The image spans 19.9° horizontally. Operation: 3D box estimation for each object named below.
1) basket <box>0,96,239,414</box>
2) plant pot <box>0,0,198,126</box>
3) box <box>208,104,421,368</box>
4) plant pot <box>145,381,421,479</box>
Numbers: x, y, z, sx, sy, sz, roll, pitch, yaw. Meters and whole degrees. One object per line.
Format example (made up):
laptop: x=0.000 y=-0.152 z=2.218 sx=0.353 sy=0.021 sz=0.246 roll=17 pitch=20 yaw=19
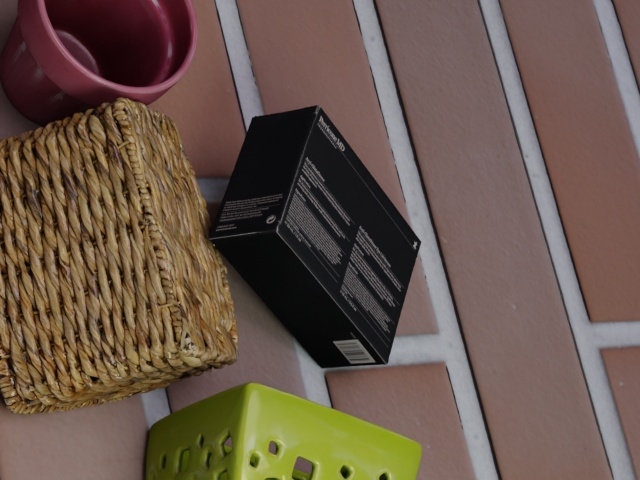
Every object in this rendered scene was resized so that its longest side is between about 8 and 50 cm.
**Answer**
basket: x=-0.239 y=0.023 z=1.983 sx=0.213 sy=0.223 sz=0.299 roll=17 pitch=54 yaw=-73
plant pot: x=-0.264 y=-0.218 z=2.036 sx=0.201 sy=0.180 sz=0.201 roll=16 pitch=60 yaw=-29
box: x=0.000 y=0.000 z=2.107 sx=0.261 sy=0.103 sz=0.184 roll=52 pitch=46 yaw=-39
plant pot: x=-0.054 y=0.296 z=1.916 sx=0.228 sy=0.227 sz=0.207 roll=23 pitch=63 yaw=-25
